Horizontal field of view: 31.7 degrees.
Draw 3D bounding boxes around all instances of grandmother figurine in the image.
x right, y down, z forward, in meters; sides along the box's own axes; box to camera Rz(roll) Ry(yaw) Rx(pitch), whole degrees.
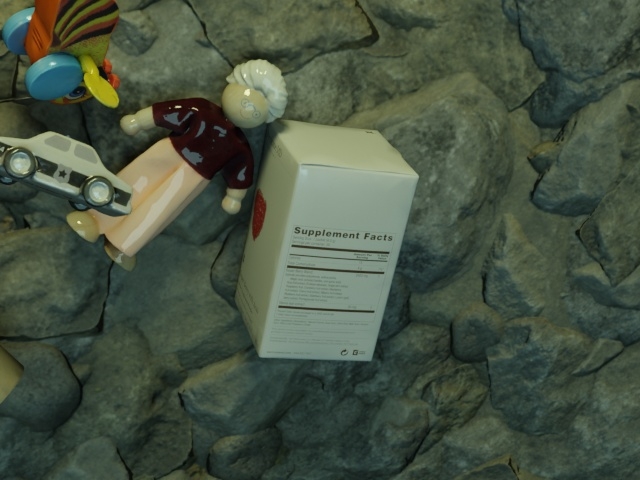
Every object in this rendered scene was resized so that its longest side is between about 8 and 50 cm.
[{"bbox_3d":[-0.174,-0.109,1.529,0.342,0.104,0.208,-44,129,10],"label":"grandmother figurine"}]

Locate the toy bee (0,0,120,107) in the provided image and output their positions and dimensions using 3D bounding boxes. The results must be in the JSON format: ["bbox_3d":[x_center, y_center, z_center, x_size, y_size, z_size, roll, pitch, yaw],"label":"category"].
[{"bbox_3d":[-0.315,-0.237,1.404,0.162,0.298,0.195,-12,85,-42],"label":"toy bee"}]

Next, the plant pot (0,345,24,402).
[{"bbox_3d":[-0.575,0.144,1.461,0.256,0.256,0.274,-36,105,2],"label":"plant pot"}]

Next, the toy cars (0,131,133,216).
[{"bbox_3d":[-0.399,-0.117,1.341,0.393,0.176,0.087,14,81,17],"label":"toy cars"}]

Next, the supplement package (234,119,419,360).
[{"bbox_3d":[0.000,0.000,1.590,0.175,0.177,0.293,4,114,-19],"label":"supplement package"}]
